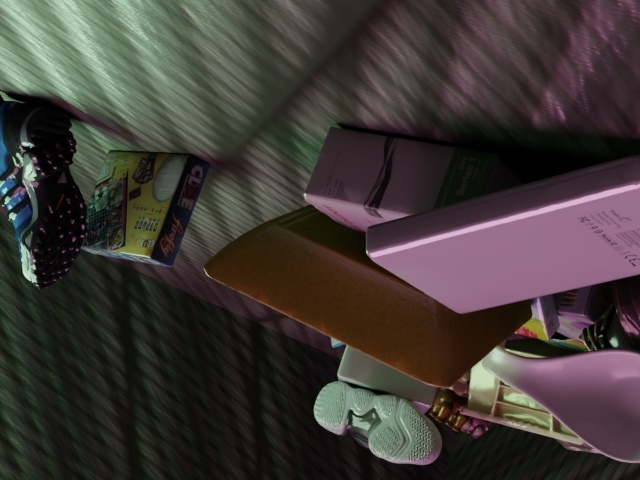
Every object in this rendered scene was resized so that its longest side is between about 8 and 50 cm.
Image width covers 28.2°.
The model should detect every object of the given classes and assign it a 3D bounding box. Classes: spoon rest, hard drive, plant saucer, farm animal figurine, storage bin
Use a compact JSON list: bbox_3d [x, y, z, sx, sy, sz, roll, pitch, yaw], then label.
[{"bbox_3d":[0.311,0.177,1.554,0.276,0.137,0.084,20,-164,36],"label":"spoon rest"},{"bbox_3d":[0.228,-0.001,1.255,0.307,0.040,0.203,-15,152,31],"label":"hard drive"},{"bbox_3d":[0.078,0.033,1.576,0.333,0.081,0.333,25,-157,20],"label":"plant saucer"},{"bbox_3d":[0.262,0.290,2.833,0.327,0.172,0.330,31,179,7],"label":"farm animal figurine"},{"bbox_3d":[0.412,0.234,2.047,0.262,0.123,0.260,1,-174,-43],"label":"storage bin"}]

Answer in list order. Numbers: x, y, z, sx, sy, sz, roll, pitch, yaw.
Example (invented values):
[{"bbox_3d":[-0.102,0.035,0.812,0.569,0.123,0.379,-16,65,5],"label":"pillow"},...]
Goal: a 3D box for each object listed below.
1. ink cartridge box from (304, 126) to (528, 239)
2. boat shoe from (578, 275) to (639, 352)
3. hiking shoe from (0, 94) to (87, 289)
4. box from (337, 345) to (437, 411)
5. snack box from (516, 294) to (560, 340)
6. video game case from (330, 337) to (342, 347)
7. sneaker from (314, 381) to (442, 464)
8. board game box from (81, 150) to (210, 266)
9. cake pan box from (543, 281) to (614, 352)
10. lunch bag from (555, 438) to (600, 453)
[{"bbox_3d":[0.117,-0.045,1.417,0.219,0.092,0.160,14,168,34],"label":"ink cartridge box"},{"bbox_3d":[0.402,0.154,1.637,0.130,0.132,0.355,-10,144,17],"label":"boat shoe"},{"bbox_3d":[-0.435,-0.075,1.935,0.132,0.304,0.113,23,-148,32],"label":"hiking shoe"},{"bbox_3d":[0.142,0.184,2.268,0.168,0.215,0.345,18,170,5],"label":"box"},{"bbox_3d":[0.257,0.062,1.701,0.100,0.037,0.141,11,134,37],"label":"snack box"},{"bbox_3d":[0.021,0.103,2.247,0.015,0.166,0.119,-9,173,-7],"label":"video game case"},{"bbox_3d":[0.124,0.311,2.102,0.268,0.101,0.153,16,171,46],"label":"sneaker"},{"bbox_3d":[-0.276,-0.052,1.939,0.042,0.165,0.243,27,169,-37],"label":"board game box"},{"bbox_3d":[0.368,0.106,1.844,0.246,0.070,0.267,29,167,-35],"label":"cake pan box"},{"bbox_3d":[0.543,0.301,2.296,0.287,0.169,0.235,4,160,32],"label":"lunch bag"}]
